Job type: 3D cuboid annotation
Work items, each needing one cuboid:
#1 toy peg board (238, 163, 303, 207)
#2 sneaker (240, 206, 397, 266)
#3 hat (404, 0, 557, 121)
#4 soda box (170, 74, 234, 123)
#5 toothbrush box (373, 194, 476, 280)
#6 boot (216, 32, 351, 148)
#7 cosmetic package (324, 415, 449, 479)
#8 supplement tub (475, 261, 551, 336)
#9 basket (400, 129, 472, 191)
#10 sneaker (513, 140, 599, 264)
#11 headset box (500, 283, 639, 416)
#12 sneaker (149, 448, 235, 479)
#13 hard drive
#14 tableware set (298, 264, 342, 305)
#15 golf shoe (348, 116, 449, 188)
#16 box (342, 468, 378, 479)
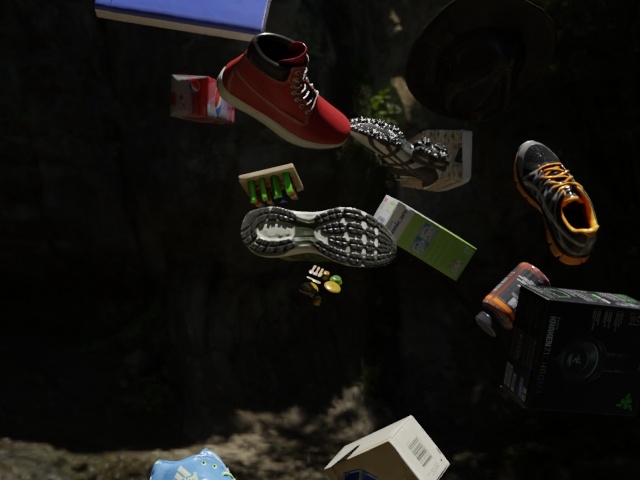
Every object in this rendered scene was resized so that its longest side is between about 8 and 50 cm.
[{"bbox_3d":[-0.137,-0.139,2.013,0.161,0.079,0.160,-12,-21,5],"label":"toy peg board"},{"bbox_3d":[0.000,0.000,1.859,0.410,0.158,0.182,8,-14,4],"label":"sneaker"},{"bbox_3d":[0.335,-0.343,1.444,0.331,0.134,0.331,3,-39,2],"label":"hat"},{"bbox_3d":[-0.261,-0.315,1.566,0.083,0.092,0.263,3,8,6],"label":"soda box"},{"bbox_3d":[0.309,-0.012,2.133,0.283,0.122,0.206,29,5,-8],"label":"toothbrush box"},{"bbox_3d":[-0.026,-0.235,1.104,0.244,0.088,0.176,23,-24,-25],"label":"boot"},{"bbox_3d":[0.164,0.583,1.779,0.113,0.160,0.309,-34,-7,-44],"label":"cosmetic package"},{"bbox_3d":[0.491,0.156,1.782,0.198,0.106,0.106,-42,-12,-9],"label":"supplement tub"},{"bbox_3d":[0.245,-0.172,1.488,0.103,0.113,0.167,4,-5,-14],"label":"basket"},{"bbox_3d":[0.375,-0.072,1.079,0.084,0.215,0.083,-17,-23,-10],"label":"sneaker"},{"bbox_3d":[0.568,0.239,1.503,0.283,0.246,0.131,7,10,-11],"label":"headset box"},{"bbox_3d":[-0.121,0.333,0.874,0.240,0.126,0.091,8,-22,6],"label":"sneaker"},{"bbox_3d":[-0.255,-0.501,1.355,0.319,0.210,0.040,9,-26,-1],"label":"hard drive"},{"bbox_3d":[0.003,0.131,1.942,0.104,0.154,0.024,24,-59,5],"label":"tableware set"},{"bbox_3d":[0.130,-0.154,1.249,0.198,0.077,0.094,24,-55,2],"label":"golf shoe"},{"bbox_3d":[0.073,0.556,1.399,0.059,0.169,0.054,36,-45,-28],"label":"box"}]
